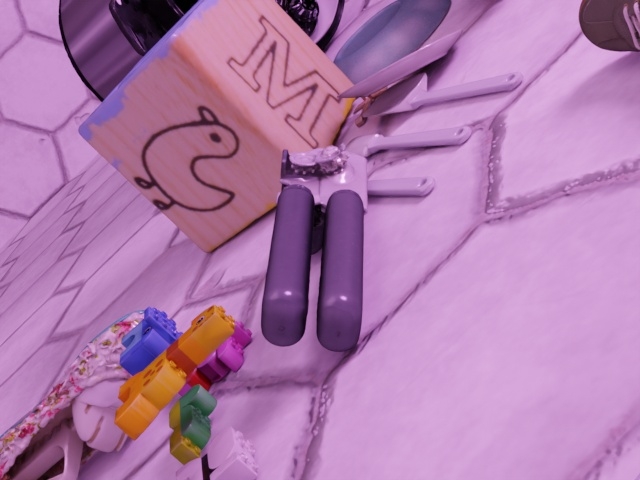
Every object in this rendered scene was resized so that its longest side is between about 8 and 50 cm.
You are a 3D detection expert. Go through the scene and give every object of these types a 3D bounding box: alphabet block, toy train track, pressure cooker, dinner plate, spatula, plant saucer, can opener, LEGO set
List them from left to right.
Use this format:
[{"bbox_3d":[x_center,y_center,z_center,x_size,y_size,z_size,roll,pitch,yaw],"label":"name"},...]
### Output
[{"bbox_3d":[-0.084,0.089,0.663,0.093,0.087,0.227,-43,19,5],"label":"LEGO set"},{"bbox_3d":[-0.165,-0.389,1.460,0.420,0.375,0.370,-17,62,53],"label":"pressure cooker"},{"bbox_3d":[-0.106,-0.142,1.033,0.192,0.197,0.193,-33,21,39],"label":"alphabet block"},{"bbox_3d":[0.000,0.000,0.728,0.074,0.093,0.280,3,26,0],"label":"can opener"},{"bbox_3d":[0.047,-0.148,1.023,0.048,0.014,0.083,-33,22,31],"label":"toy train track"},{"bbox_3d":[0.070,-0.241,1.144,0.195,0.037,0.195,-39,18,15],"label":"plant saucer"},{"bbox_3d":[0.071,-0.093,0.844,0.168,0.019,0.242,-48,18,-16],"label":"spatula"},{"bbox_3d":[0.081,-0.171,0.948,0.141,0.017,0.141,-27,6,3],"label":"dinner plate"}]

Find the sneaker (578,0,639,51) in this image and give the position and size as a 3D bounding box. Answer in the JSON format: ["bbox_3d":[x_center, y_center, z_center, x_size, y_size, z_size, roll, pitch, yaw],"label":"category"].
[{"bbox_3d":[0.218,-0.141,0.558,0.086,0.064,0.192,-48,21,-28],"label":"sneaker"}]

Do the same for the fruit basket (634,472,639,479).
[{"bbox_3d":[0.223,-0.035,0.167,0.327,0.165,0.353,-49,15,-15],"label":"fruit basket"}]

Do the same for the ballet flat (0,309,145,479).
[{"bbox_3d":[-0.201,0.161,0.788,0.241,0.091,0.077,-45,40,15],"label":"ballet flat"}]
